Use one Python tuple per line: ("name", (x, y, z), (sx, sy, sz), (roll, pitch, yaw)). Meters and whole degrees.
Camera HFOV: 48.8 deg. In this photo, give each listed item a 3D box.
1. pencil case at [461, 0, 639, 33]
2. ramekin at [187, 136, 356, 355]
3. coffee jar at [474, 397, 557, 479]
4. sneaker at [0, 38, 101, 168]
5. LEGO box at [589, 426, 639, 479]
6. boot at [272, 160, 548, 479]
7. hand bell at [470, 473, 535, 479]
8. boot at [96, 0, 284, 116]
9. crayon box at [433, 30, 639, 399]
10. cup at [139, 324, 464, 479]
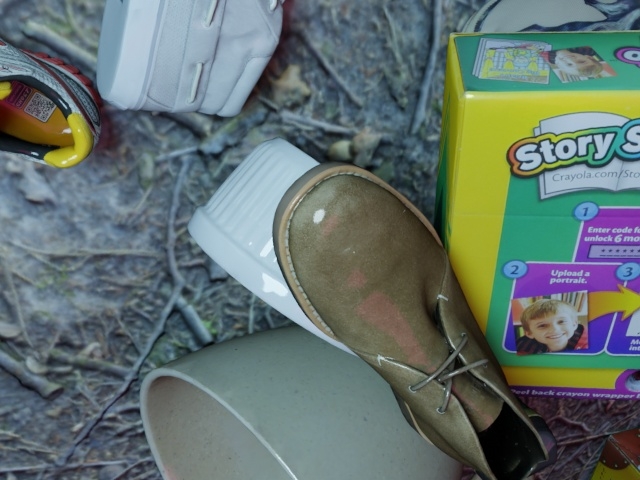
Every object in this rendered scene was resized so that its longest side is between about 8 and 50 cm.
("pencil case", (0.254, -0.057, 0.710), (0.184, 0.160, 0.410), (-22, 127, -4))
("ramekin", (0.000, 0.000, 0.613), (0.207, 0.207, 0.109), (33, 94, -36))
("coffee jar", (0.192, 0.203, 0.836), (0.096, 0.184, 0.079), (-22, 127, -9))
("sneaker", (-0.254, -0.119, 0.485), (0.225, 0.092, 0.088), (21, 110, -33))
("LEGO box", (0.644, 0.556, 1.264), (0.373, 0.193, 0.499), (-5, 123, -21))
("boot", (0.079, 0.070, 0.495), (0.112, 0.115, 0.305), (-41, 124, -7))
("hand bell", (0.325, 0.437, 1.013), (0.126, 0.242, 0.126), (-12, 125, -18))
("boot", (-0.079, -0.211, 0.517), (0.124, 0.095, 0.258), (1, 129, -32))
("crayon box", (0.278, -0.006, 0.578), (0.363, 0.106, 0.313), (0, 129, 3))
("cup", (0.011, 0.215, 0.713), (0.237, 0.331, 0.330), (-30, 132, -35))
